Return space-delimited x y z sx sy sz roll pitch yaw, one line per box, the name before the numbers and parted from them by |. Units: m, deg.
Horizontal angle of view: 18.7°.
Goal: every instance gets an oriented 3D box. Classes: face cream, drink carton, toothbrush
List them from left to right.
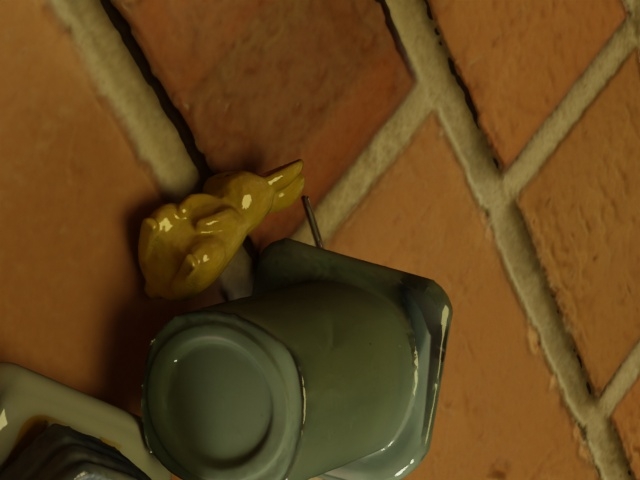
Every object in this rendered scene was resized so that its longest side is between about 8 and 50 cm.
face cream | -0.182 0.193 1.483 0.291 0.071 0.144 34 85 -50
drink carton | -0.022 0.116 1.513 0.189 0.185 0.191 -17 120 -62
toothbrush | 0.000 0.000 1.664 0.008 0.006 0.097 -43 133 -31

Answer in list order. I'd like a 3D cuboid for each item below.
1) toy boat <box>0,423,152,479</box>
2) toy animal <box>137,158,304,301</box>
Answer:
toy boat | -0.148 0.242 1.433 0.127 0.078 0.283 -45 140 -8
toy animal | -0.074 -0.018 1.529 0.159 0.070 0.083 -41 165 -33
